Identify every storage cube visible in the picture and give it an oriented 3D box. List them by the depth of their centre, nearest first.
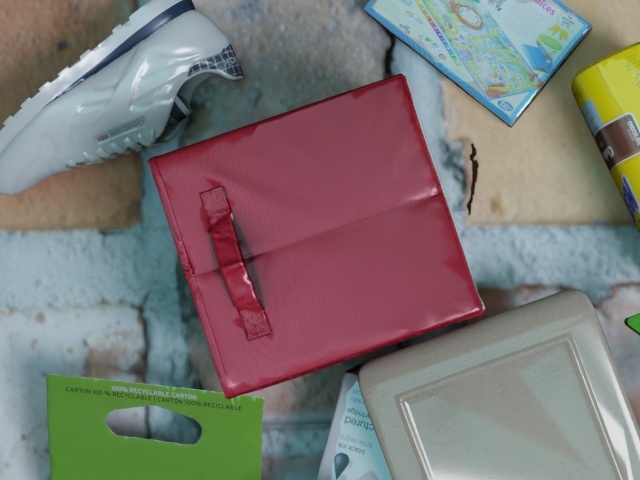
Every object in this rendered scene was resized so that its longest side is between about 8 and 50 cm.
[{"bbox_3d":[0.000,0.000,1.022,0.193,0.215,0.183,-19,86,2],"label":"storage cube"}]

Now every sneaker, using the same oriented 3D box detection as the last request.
[{"bbox_3d":[-0.176,-0.103,1.114,0.235,0.090,0.095,-38,93,9],"label":"sneaker"}]

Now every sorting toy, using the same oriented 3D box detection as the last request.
[{"bbox_3d":[0.140,0.155,0.991,0.348,0.047,0.196,-20,83,6],"label":"sorting toy"}]

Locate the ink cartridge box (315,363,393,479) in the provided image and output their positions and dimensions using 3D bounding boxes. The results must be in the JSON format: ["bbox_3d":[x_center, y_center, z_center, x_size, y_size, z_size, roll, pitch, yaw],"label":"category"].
[{"bbox_3d":[0.067,0.220,1.067,0.153,0.087,0.208,15,92,9],"label":"ink cartridge box"}]

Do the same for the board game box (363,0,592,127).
[{"bbox_3d":[0.127,-0.179,1.090,0.154,0.026,0.103,40,96,7],"label":"board game box"}]

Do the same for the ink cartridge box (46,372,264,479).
[{"bbox_3d":[-0.145,0.247,1.063,0.189,0.097,0.255,5,109,9],"label":"ink cartridge box"}]

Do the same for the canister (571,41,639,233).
[{"bbox_3d":[0.255,-0.057,1.020,0.073,0.126,0.170,-25,84,9],"label":"canister"}]
